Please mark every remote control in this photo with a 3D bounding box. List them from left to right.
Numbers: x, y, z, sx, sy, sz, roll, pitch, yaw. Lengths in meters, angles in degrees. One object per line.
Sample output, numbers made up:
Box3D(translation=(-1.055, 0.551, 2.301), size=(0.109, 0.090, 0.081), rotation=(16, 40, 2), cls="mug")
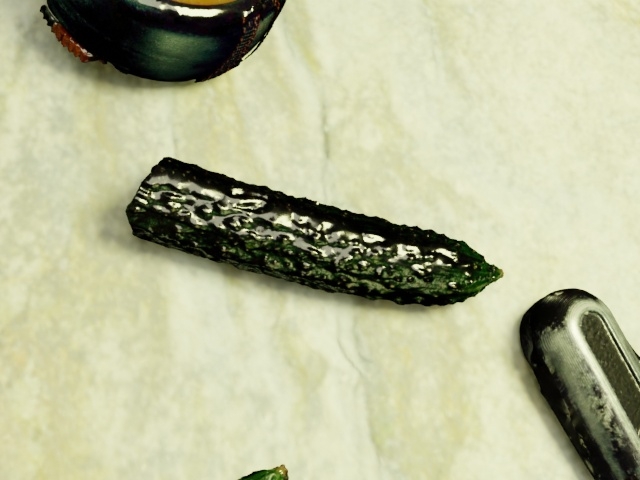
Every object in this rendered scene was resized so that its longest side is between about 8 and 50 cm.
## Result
Box3D(translation=(0.246, 0.155, 0.946), size=(0.090, 0.066, 0.266), rotation=(-26, 78, -15), cls="remote control")

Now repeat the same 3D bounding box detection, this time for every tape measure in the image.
Box3D(translation=(-0.127, -0.234, 0.970), size=(0.202, 0.135, 0.223), rotation=(-24, 80, -29), cls="tape measure")

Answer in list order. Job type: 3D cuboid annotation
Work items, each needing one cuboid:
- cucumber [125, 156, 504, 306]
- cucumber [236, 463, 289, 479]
Box3D(translation=(0.000, 0.002, 0.944), size=(0.300, 0.072, 0.072), rotation=(15, 68, -7), cls="cucumber")
Box3D(translation=(-0.127, 0.254, 0.831), size=(0.293, 0.067, 0.067), rotation=(-35, 81, -23), cls="cucumber")
